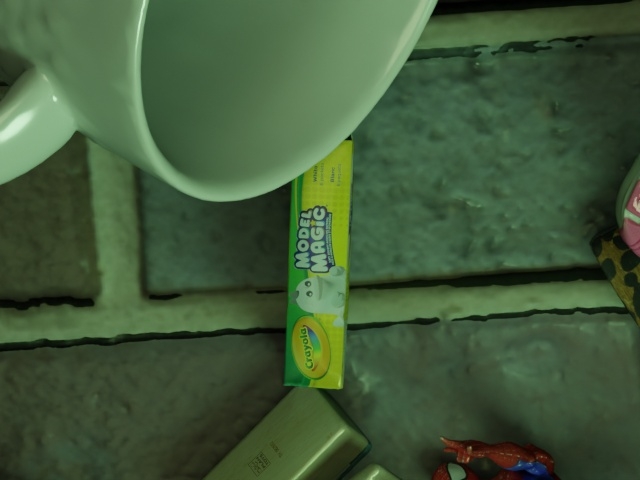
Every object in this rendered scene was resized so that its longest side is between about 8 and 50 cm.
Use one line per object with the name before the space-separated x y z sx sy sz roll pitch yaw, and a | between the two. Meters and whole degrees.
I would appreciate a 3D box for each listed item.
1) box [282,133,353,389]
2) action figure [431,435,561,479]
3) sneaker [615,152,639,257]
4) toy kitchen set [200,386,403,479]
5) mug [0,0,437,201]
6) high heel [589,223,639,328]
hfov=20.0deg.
box | 0.000 0.000 1.163 0.043 0.105 0.179 4 92 1
action figure | 0.169 0.189 1.104 0.280 0.139 0.091 18 96 35
sneaker | 0.278 -0.080 1.136 0.252 0.111 0.103 -42 105 -6
toy kitchen set | 0.039 0.223 1.192 0.122 0.166 0.207 -44 52 4
mug | -0.155 -0.180 1.053 0.328 0.276 0.374 31 72 29
high heel | 0.236 0.119 1.174 0.186 0.093 0.261 19 99 17
